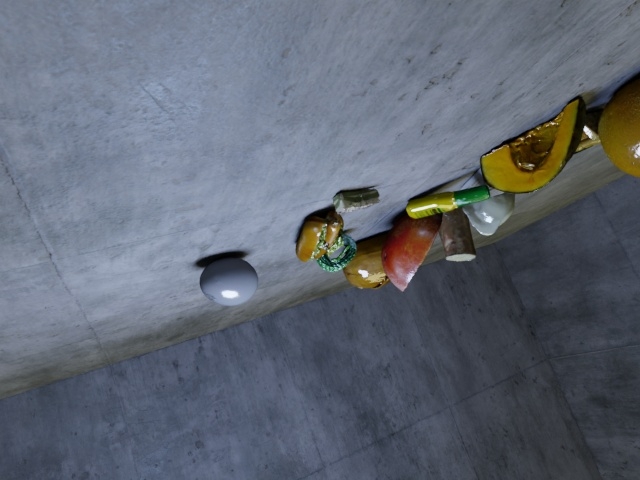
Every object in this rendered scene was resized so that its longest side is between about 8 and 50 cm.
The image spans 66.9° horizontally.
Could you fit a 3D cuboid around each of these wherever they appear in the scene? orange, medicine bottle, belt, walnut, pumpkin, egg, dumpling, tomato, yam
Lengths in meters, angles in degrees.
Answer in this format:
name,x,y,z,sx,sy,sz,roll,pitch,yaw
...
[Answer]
name,x,y,z,sx,sy,sz,roll,pitch,yaw
orange,0.857,-0.291,1.232,0.274,0.274,0.274,-19,167,-5
medicine bottle,0.409,-0.127,1.557,0.260,0.064,0.095,-14,164,27
belt,0.056,0.036,1.668,0.151,0.121,0.079,-29,165,-17
walnut,0.245,0.076,1.964,0.336,0.209,0.209,-24,168,-10
pumpkin,0.615,-0.228,1.322,0.148,0.169,0.312,-7,162,-38
egg,-0.272,0.122,1.450,0.146,0.147,0.198,-27,159,26
dumpling,0.617,-0.130,1.761,0.250,0.162,0.132,-51,160,-26
tomato,0.311,0.006,1.746,0.339,0.143,0.338,-61,177,-5
yam,0.504,-0.039,1.824,0.128,0.239,0.129,-2,162,-16

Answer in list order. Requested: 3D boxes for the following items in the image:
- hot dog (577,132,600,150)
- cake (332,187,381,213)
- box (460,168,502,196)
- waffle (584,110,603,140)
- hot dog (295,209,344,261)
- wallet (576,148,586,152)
name,x,y,z,sx,sy,sz,roll,pitch,yaw
hot dog,0.717,-0.282,1.441,0.285,0.088,0.061,-15,177,9
cake,0.096,-0.106,1.296,0.140,0.051,0.055,-12,171,-35
box,0.573,-0.205,1.590,0.149,0.067,0.233,-19,167,-9
waffle,0.766,-0.357,1.376,0.153,0.097,0.023,-51,-177,-32
hot dog,0.000,0.000,1.471,0.135,0.100,0.337,-16,167,-14
wallet,0.850,-0.331,1.539,0.160,0.055,0.236,-1,159,-39
